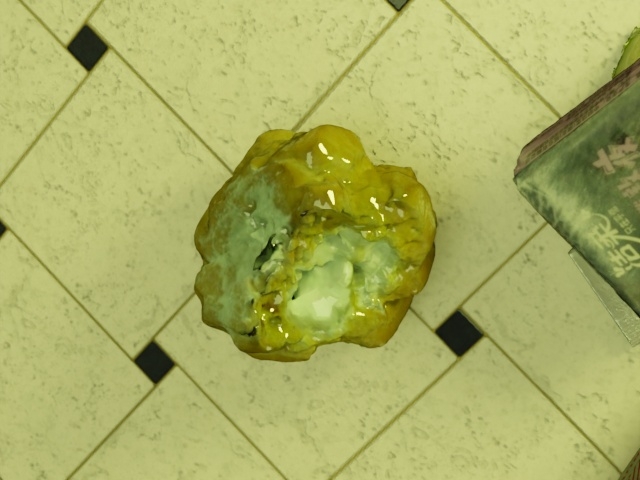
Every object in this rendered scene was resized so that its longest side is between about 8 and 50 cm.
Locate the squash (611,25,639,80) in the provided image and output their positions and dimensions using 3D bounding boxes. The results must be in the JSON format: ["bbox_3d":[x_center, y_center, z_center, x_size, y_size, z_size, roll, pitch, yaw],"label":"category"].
[{"bbox_3d":[0.447,-0.127,1.567,0.137,0.137,0.287,-26,98,23],"label":"squash"}]

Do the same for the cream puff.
[{"bbox_3d":[-0.006,0.002,1.718,0.323,0.270,0.274,-58,46,20],"label":"cream puff"}]

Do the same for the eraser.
[{"bbox_3d":[0.400,0.047,1.670,0.104,0.023,0.150,-35,89,24],"label":"eraser"}]

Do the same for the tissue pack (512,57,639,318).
[{"bbox_3d":[0.427,-0.096,1.469,0.259,0.122,0.361,46,123,-7],"label":"tissue pack"}]

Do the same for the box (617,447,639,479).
[{"bbox_3d":[0.506,0.348,1.536,0.300,0.314,0.312,33,107,8],"label":"box"}]
